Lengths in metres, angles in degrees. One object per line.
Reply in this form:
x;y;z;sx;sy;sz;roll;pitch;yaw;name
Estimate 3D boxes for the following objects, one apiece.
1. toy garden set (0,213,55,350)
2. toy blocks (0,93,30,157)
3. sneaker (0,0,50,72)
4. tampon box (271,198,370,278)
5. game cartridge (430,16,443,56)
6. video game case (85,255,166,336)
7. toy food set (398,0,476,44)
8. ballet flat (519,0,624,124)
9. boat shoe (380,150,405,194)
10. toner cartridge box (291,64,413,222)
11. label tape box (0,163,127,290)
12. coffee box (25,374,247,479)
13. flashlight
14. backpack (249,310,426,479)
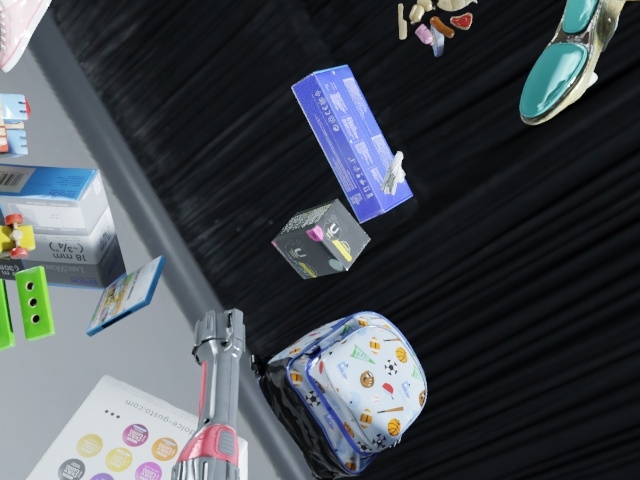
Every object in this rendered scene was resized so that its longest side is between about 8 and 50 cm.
-0.543;0.084;1.303;0.049;0.244;0.204;52;22;-75;toy garden set
-0.696;-0.208;1.591;0.261;0.381;0.191;-8;90;-50;toy blocks
-0.450;-0.315;1.191;0.070;0.134;0.051;26;12;-34;sneaker
0.000;0.000;1.773;0.120;0.161;0.101;49;57;-17;tampon box
0.230;-0.398;1.631;0.083;0.017;0.056;69;6;-77;game cartridge
-0.362;0.104;1.536;0.015;0.166;0.119;45;33;-28;video game case
0.185;-0.348;1.302;0.019;0.122;0.078;-12;100;-80;toy food set
0.495;-0.364;1.576;0.123;0.123;0.349;25;87;-37;ballet flat
0.141;-0.123;1.532;0.035;0.100;0.035;26;45;6;boat shoe
0.077;-0.226;1.903;0.165;0.075;0.348;-29;93;-57;toner cartridge box
-0.529;0.013;1.631;0.106;0.240;0.334;-76;166;-47;label tape box
-0.368;0.548;1.664;0.337;0.338;0.334;21;50;13;coffee box
-0.167;0.254;1.256;0.103;0.103;0.304;-2;48;-2;flashlight
0.058;0.251;1.444;0.263;0.213;0.277;-36;99;-46;backpack
